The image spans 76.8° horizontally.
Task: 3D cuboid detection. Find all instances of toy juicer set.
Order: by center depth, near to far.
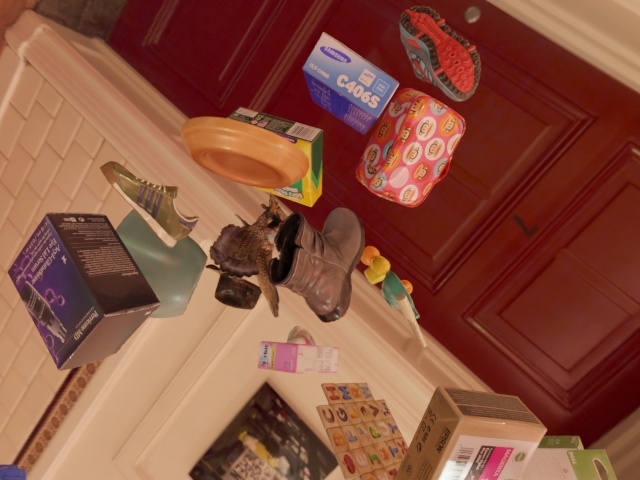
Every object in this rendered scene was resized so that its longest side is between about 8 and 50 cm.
[{"bbox_3d":[0.227,0.132,1.200,0.089,0.329,0.209,-30,135,-5],"label":"toy juicer set"}]

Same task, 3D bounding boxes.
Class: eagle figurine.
[{"bbox_3d":[-0.162,0.025,1.086,0.225,0.226,0.298,120,-8,-61],"label":"eagle figurine"}]

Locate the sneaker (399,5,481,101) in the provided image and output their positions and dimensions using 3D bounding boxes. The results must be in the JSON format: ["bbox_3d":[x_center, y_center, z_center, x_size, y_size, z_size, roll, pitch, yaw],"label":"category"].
[{"bbox_3d":[0.273,-0.411,0.926,0.104,0.262,0.125,-25,160,1],"label":"sneaker"}]

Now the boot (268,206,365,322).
[{"bbox_3d":[0.000,0.000,0.947,0.118,0.223,0.338,-18,-136,28],"label":"boot"}]

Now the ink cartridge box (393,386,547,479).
[{"bbox_3d":[0.266,0.396,0.739,0.088,0.193,0.235,-124,-131,-67],"label":"ink cartridge box"}]

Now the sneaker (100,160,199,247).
[{"bbox_3d":[-0.310,-0.083,0.761,0.086,0.192,0.064,-36,-157,-4],"label":"sneaker"}]

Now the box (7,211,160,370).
[{"bbox_3d":[-0.393,0.079,0.673,0.153,0.207,0.108,-45,164,20],"label":"box"}]

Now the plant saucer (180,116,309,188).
[{"bbox_3d":[-0.117,-0.125,0.624,0.200,0.199,0.037,54,48,-76],"label":"plant saucer"}]

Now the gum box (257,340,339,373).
[{"bbox_3d":[-0.044,0.277,0.955,0.188,0.107,0.062,26,65,-53],"label":"gum box"}]

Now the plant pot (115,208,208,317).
[{"bbox_3d":[-0.466,0.088,1.151,0.293,0.235,0.293,-60,-166,25],"label":"plant pot"}]

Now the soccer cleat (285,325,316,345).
[{"bbox_3d":[-0.091,0.384,1.512,0.116,0.143,0.331,-23,157,0],"label":"soccer cleat"}]

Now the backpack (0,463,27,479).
[{"bbox_3d":[-0.597,0.459,0.729,0.098,0.101,0.120,20,119,-43],"label":"backpack"}]

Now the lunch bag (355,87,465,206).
[{"bbox_3d":[0.264,-0.243,1.123,0.258,0.120,0.293,16,112,-33],"label":"lunch bag"}]

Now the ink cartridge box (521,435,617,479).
[{"bbox_3d":[0.595,0.545,0.987,0.209,0.109,0.062,-23,174,37],"label":"ink cartridge box"}]

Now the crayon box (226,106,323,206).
[{"bbox_3d":[-0.173,-0.327,1.601,0.106,0.362,0.313,-57,159,-37],"label":"crayon box"}]

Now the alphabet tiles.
[{"bbox_3d":[0.126,0.509,1.065,0.011,0.285,0.342,-41,144,20],"label":"alphabet tiles"}]

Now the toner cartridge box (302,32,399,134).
[{"bbox_3d":[0.060,-0.319,0.878,0.075,0.165,0.348,-58,-176,9],"label":"toner cartridge box"}]

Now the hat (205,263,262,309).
[{"bbox_3d":[-0.362,0.223,1.736,0.134,0.331,0.331,-65,168,-7],"label":"hat"}]
